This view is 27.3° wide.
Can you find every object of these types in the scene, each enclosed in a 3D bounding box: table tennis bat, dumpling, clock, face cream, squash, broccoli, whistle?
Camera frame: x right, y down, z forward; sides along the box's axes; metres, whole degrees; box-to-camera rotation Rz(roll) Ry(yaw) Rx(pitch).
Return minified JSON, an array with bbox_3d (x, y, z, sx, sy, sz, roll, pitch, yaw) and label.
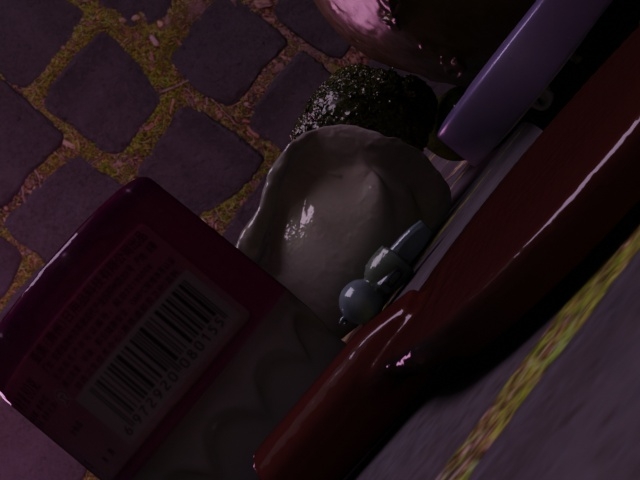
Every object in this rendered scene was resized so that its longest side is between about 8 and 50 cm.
[{"bbox_3d":[0.077,-0.005,0.536,0.310,0.038,0.200,-50,1,20],"label":"table tennis bat"},{"bbox_3d":[0.000,0.000,1.074,0.229,0.151,0.124,-50,27,-10],"label":"dumpling"},{"bbox_3d":[0.151,-0.121,0.789,0.172,0.064,0.198,-51,1,23],"label":"clock"},{"bbox_3d":[-0.097,0.082,0.867,0.175,0.195,0.175,-49,0,0],"label":"face cream"},{"bbox_3d":[0.133,-0.109,1.239,0.069,0.069,0.239,-51,3,0],"label":"squash"},{"bbox_3d":[0.039,-0.094,1.161,0.120,0.130,0.131,44,-125,-58],"label":"broccoli"},{"bbox_3d":[0.048,0.027,1.001,0.100,0.035,0.035,-49,1,-2],"label":"whistle"}]

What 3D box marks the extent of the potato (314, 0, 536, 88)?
[{"bbox_3d":[0.148,-0.280,1.052,0.385,0.319,0.442,-8,0,8],"label":"potato"}]
